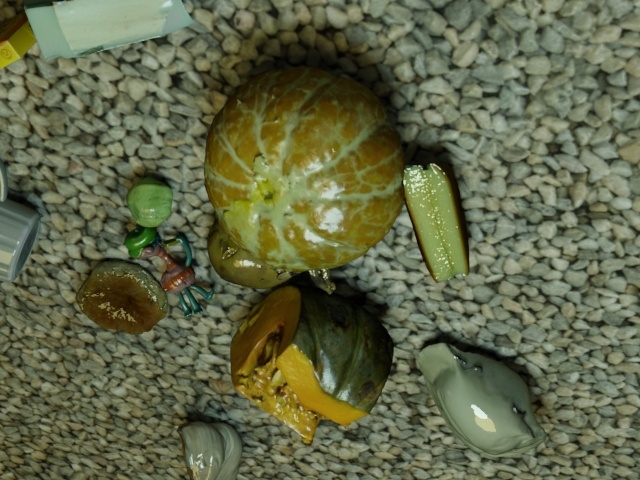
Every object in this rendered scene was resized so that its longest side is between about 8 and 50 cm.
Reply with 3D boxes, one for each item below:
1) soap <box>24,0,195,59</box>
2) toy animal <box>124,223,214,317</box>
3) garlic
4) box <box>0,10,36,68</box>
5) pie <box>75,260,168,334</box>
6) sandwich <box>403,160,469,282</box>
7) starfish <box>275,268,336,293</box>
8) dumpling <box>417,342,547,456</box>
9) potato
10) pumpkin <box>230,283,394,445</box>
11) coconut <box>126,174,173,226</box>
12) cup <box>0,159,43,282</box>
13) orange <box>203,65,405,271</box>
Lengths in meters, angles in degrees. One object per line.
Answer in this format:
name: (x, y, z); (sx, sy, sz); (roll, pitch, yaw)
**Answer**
soap: (-0.317, -0.352, 1.384); (0.231, 0.145, 0.091); (-18, 123, -6)
toy animal: (-0.281, 0.048, 1.764); (0.103, 0.100, 0.208); (-32, 109, 9)
garlic: (-0.244, 0.494, 2.083); (0.143, 0.178, 0.229); (-12, 154, -15)
box: (-0.558, -0.296, 1.498); (0.269, 0.152, 0.043); (-20, 122, 27)
pie: (-0.401, 0.122, 1.880); (0.195, 0.046, 0.195); (7, 131, 8)
sandwich: (0.196, -0.048, 1.558); (0.090, 0.088, 0.244); (-12, 122, 13)
starfish: (0.000, -0.001, 1.616); (0.146, 0.074, 0.189); (10, 97, -19)
dumpling: (0.304, 0.317, 1.812); (0.175, 0.243, 0.227); (-10, 160, -27)
potato: (-0.127, 0.027, 1.677); (0.176, 0.137, 0.137); (30, 130, -8)
pumpkin: (-0.017, 0.218, 1.719); (0.225, 0.256, 0.303); (36, 135, -21)
coconut: (-0.309, -0.073, 1.668); (0.088, 0.096, 0.088); (-5, 164, -1)
cup: (-0.645, -0.038, 1.732); (0.202, 0.166, 0.221); (21, 133, -8)
orange: (-0.024, -0.112, 1.438); (0.329, 0.249, 0.329); (6, 109, 19)
